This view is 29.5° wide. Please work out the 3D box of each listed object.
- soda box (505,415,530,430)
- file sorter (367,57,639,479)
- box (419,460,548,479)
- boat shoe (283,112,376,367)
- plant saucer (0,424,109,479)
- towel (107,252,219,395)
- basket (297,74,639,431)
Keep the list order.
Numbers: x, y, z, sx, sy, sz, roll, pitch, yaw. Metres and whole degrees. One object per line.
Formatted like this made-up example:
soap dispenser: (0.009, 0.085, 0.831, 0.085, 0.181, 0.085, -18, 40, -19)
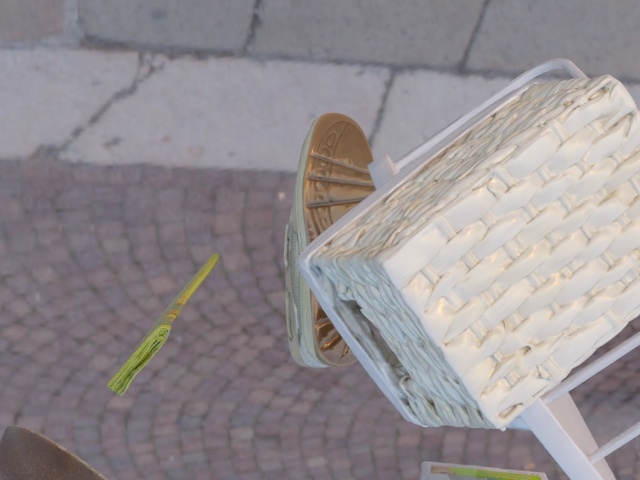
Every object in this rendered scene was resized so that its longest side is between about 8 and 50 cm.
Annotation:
soda box: (0.201, 0.097, 1.229, 0.069, 0.216, 0.074, 5, 121, 5)
file sorter: (0.192, 0.033, 0.880, 0.173, 0.193, 0.277, -36, 115, 10)
box: (0.131, 0.253, 0.975, 0.114, 0.103, 0.203, 5, -178, 6)
boat shoe: (0.000, 0.000, 1.441, 0.109, 0.302, 0.098, 6, 170, -33)
plant saucer: (-0.109, 0.246, 0.780, 0.050, 0.310, 0.310, -44, 149, -25)
towel: (-0.171, 0.091, 1.386, 0.021, 0.237, 0.102, 41, 111, -5)
basket: (0.093, 0.004, 0.599, 0.167, 0.113, 0.103, -38, -171, -17)
